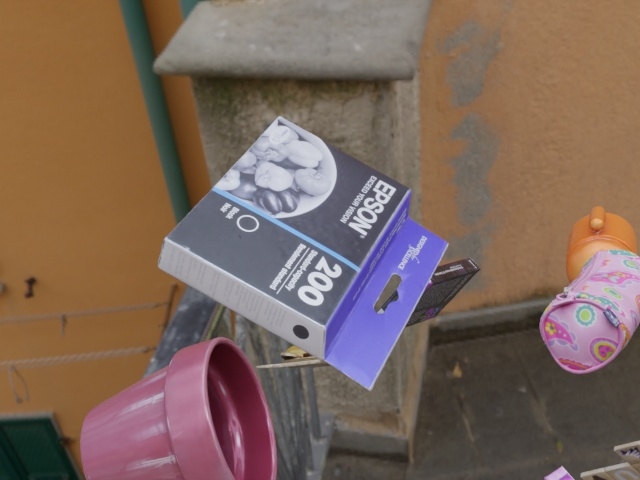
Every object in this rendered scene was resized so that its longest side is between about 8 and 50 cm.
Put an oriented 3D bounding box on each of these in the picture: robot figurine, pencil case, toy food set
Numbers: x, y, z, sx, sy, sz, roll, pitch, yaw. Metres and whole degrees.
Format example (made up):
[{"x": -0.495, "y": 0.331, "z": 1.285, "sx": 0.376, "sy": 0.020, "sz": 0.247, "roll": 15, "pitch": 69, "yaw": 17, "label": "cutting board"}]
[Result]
[{"x": 0.526, "y": 0.031, "z": 1.472, "sx": 0.128, "sy": 0.158, "sz": 0.219, "roll": 28, "pitch": 34, "yaw": 4, "label": "robot figurine"}, {"x": 0.424, "y": 0.098, "z": 1.196, "sx": 0.124, "sy": 0.124, "sz": 0.284, "roll": 18, "pitch": 23, "yaw": 27, "label": "pencil case"}, {"x": -0.006, "y": 0.186, "z": 1.293, "sx": 0.132, "sy": 0.192, "sz": 0.039, "roll": -10, "pitch": 78, "yaw": 27, "label": "toy food set"}]

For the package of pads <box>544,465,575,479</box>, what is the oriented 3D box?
[{"x": 0.516, "y": 0.521, "z": 1.657, "sx": 0.050, "sy": 0.032, "sz": 0.083, "roll": -31, "pitch": 45, "yaw": -8, "label": "package of pads"}]

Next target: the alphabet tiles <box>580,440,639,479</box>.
[{"x": 0.479, "y": 0.315, "z": 1.040, "sx": 0.237, "sy": 0.198, "sz": 0.009, "roll": -31, "pitch": 29, "yaw": 41, "label": "alphabet tiles"}]

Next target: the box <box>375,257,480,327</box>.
[{"x": 0.149, "y": 0.080, "z": 1.132, "sx": 0.162, "sy": 0.116, "sz": 0.029, "roll": -8, "pitch": 54, "yaw": -49, "label": "box"}]

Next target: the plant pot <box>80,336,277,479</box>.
[{"x": -0.171, "y": 0.234, "z": 0.929, "sx": 0.180, "sy": 0.201, "sz": 0.201, "roll": -18, "pitch": 38, "yaw": 10, "label": "plant pot"}]

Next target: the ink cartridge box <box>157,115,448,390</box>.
[{"x": 0.000, "y": 0.000, "z": 0.700, "sx": 0.208, "sy": 0.045, "sz": 0.206, "roll": 30, "pitch": 46, "yaw": 5, "label": "ink cartridge box"}]
